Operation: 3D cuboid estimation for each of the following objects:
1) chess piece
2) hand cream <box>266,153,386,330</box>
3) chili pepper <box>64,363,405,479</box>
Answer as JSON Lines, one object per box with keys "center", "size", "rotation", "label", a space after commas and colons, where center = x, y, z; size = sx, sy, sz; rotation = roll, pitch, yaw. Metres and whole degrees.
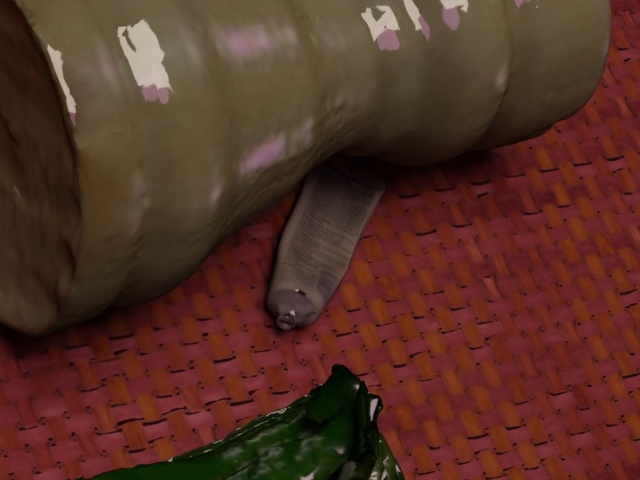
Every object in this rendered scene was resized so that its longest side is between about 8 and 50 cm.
{"center": [-0.022, -0.109, 1.280], "size": [0.442, 0.234, 0.234], "rotation": [-18, 69, -31], "label": "chess piece"}
{"center": [0.000, 0.000, 1.354], "size": [0.057, 0.037, 0.165], "rotation": [28, 45, -5], "label": "hand cream"}
{"center": [-0.075, 0.213, 1.096], "size": [0.385, 0.213, 0.167], "rotation": [-33, 119, -32], "label": "chili pepper"}
